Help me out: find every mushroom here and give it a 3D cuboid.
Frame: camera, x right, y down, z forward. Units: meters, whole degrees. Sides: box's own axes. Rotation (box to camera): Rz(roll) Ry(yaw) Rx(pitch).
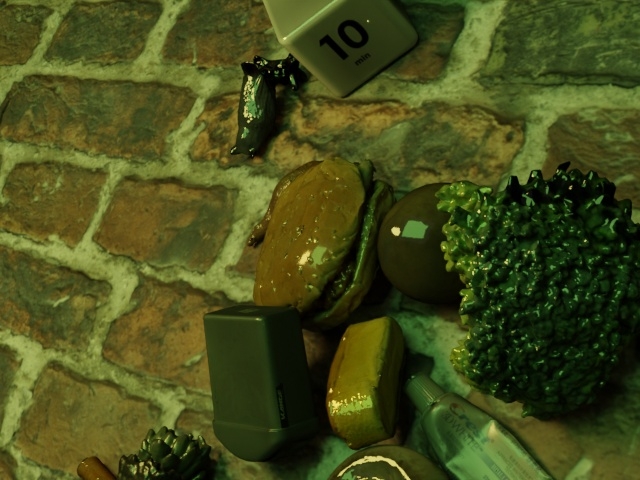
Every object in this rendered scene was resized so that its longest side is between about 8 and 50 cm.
[{"bbox_3d":[0.079,0.387,1.581,0.226,0.178,0.226,-23,54,37],"label":"mushroom"}]

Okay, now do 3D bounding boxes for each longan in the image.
[{"bbox_3d":[0.171,0.002,1.753,0.189,0.189,0.189,-20,53,28],"label":"longan"}]

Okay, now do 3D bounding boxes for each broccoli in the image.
[{"bbox_3d":[0.308,0.064,1.585,0.293,0.347,0.281,-5,14,-7],"label":"broccoli"}]

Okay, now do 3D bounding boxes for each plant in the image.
[{"bbox_3d":[-0.256,0.397,1.872,0.129,0.132,0.194,10,75,39],"label":"plant"}]

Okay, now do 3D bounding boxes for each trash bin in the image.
[{"bbox_3d":[-0.093,0.223,1.800,0.177,0.101,0.236,0,99,49],"label":"trash bin"}]

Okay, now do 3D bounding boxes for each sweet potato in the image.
[{"bbox_3d":[-0.060,-0.074,2.060,0.226,0.068,0.068,-44,45,9],"label":"sweet potato"}]

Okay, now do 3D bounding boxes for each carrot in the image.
[{"bbox_3d":[-0.368,0.423,2.003,0.139,0.048,0.048,30,84,43],"label":"carrot"}]

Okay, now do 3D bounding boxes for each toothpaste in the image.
[{"bbox_3d":[0.210,0.291,1.626,0.282,0.068,0.099,49,125,38],"label":"toothpaste"}]

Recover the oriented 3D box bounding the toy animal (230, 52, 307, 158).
[{"bbox_3d":[-0.117,-0.260,2.185,0.121,0.117,0.210,6,65,33],"label":"toy animal"}]

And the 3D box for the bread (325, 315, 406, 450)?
[{"bbox_3d":[0.070,0.207,1.710,0.094,0.102,0.245,-19,27,20],"label":"bread"}]

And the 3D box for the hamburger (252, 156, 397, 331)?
[{"bbox_3d":[-0.001,0.001,1.871,0.259,0.145,0.283,-37,28,51],"label":"hamburger"}]

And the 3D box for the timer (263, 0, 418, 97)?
[{"bbox_3d":[0.031,-0.414,2.106,0.192,0.195,0.194,-34,48,17],"label":"timer"}]
